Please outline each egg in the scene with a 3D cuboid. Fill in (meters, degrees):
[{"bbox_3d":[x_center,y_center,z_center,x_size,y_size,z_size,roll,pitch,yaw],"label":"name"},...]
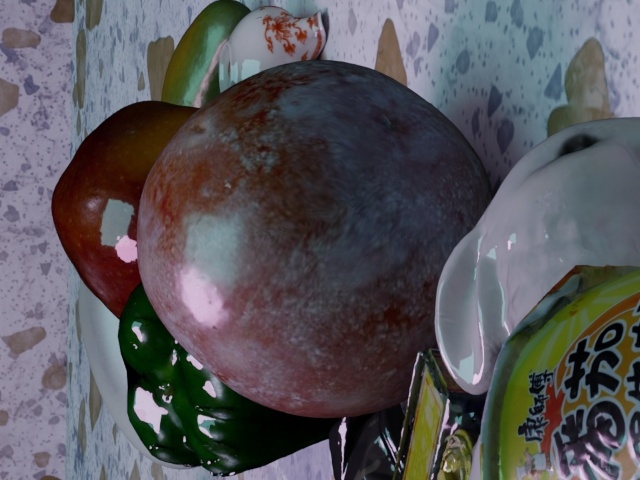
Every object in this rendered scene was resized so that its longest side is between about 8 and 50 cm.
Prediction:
[{"bbox_3d":[-0.198,0.116,2.043,0.230,0.230,0.371,139,122,-66],"label":"egg"}]

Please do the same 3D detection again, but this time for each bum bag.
[{"bbox_3d":[0.083,0.274,1.433,0.340,0.095,0.144,-118,30,-42],"label":"bum bag"}]

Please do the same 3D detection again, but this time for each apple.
[{"bbox_3d":[-0.158,-0.022,1.803,0.317,0.288,0.288,24,114,49],"label":"apple"}]

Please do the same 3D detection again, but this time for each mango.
[{"bbox_3d":[-0.149,-0.216,2.072,0.156,0.114,0.251,-102,20,-50],"label":"mango"}]

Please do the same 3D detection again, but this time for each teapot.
[{"bbox_3d":[-0.067,-0.194,1.876,0.245,0.116,0.159,119,135,-65],"label":"teapot"}]

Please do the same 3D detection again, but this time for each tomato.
[{"bbox_3d":[0.000,0.000,1.347,0.282,0.316,0.317,-59,35,40],"label":"tomato"}]

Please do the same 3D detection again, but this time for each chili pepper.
[{"bbox_3d":[-0.072,0.112,1.577,0.233,0.256,0.249,5,113,37],"label":"chili pepper"}]

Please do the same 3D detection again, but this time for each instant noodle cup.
[{"bbox_3d":[0.239,0.106,0.764,0.200,0.264,0.264,-35,56,56],"label":"instant noodle cup"}]

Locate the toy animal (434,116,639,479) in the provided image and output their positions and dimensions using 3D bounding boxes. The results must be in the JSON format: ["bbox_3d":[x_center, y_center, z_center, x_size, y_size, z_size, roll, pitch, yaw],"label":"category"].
[{"bbox_3d":[0.180,0.089,1.024,0.258,0.193,0.357,124,151,-43],"label":"toy animal"}]

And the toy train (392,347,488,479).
[{"bbox_3d":[0.137,0.213,1.223,0.177,0.134,0.261,-111,27,-62],"label":"toy train"}]
